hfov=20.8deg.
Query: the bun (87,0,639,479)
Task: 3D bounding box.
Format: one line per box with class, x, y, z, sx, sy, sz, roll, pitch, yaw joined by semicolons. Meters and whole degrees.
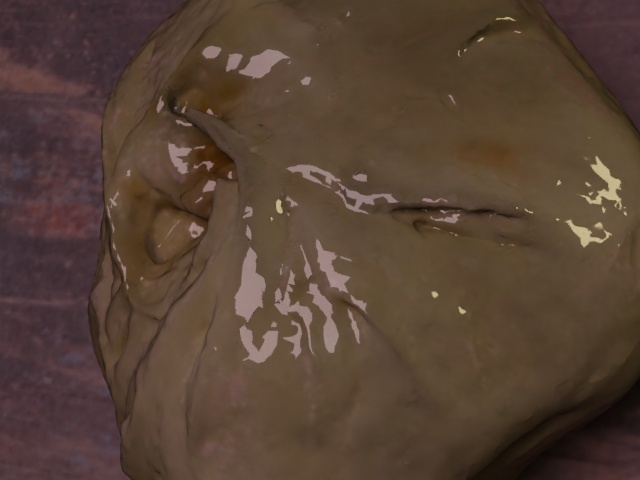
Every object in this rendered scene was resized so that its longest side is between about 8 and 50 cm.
bun;0.000;0.000;0.903;0.361;0.213;0.361;-13;65;30
